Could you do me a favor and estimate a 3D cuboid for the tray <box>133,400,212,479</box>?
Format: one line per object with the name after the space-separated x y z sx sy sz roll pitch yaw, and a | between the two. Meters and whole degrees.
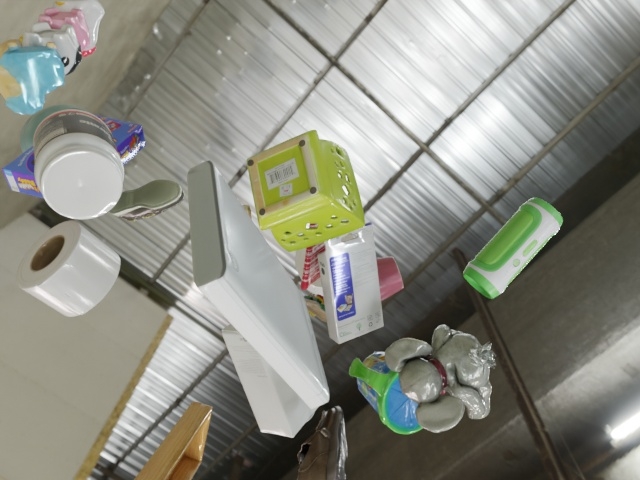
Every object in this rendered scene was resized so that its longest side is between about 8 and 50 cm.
-0.416 0.639 1.482 0.411 0.076 0.203 -52 156 -76 | tray

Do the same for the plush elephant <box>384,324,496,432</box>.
0.320 0.370 1.462 0.255 0.272 0.330 -17 158 -3 | plush elephant

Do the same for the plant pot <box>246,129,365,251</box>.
-0.046 -0.126 1.309 0.228 0.207 0.227 -20 -111 19 | plant pot

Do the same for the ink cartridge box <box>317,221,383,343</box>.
0.086 0.117 1.549 0.165 0.333 0.065 -15 -161 -25 | ink cartridge box

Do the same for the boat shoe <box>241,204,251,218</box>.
-0.223 -0.063 1.335 0.170 0.059 0.063 -7 -92 64 | boat shoe

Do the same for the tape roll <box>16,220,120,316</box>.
-0.757 0.084 1.620 0.245 0.169 0.246 -19 -135 20 | tape roll

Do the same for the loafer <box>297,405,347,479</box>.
0.001 0.555 1.452 0.129 0.134 0.366 -6 -177 5 | loafer

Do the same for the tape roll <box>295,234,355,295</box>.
0.038 0.090 2.259 0.286 0.286 0.100 -56 156 -18 | tape roll

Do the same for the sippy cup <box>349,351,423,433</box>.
0.238 0.473 1.752 0.240 0.306 0.224 -30 -160 -20 | sippy cup

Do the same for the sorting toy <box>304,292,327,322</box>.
0.001 0.231 1.850 0.046 0.132 0.274 -54 -156 -17 | sorting toy

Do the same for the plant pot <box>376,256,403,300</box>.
0.206 0.149 2.019 0.180 0.202 0.201 -18 -165 0 | plant pot

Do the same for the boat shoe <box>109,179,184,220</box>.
-0.444 -0.102 1.405 0.227 0.068 0.081 -9 -114 22 | boat shoe

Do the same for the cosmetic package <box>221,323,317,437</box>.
-0.141 0.408 1.735 0.156 0.386 0.217 -4 -161 36 | cosmetic package

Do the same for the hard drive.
-0.088 0.077 0.814 0.047 0.353 0.233 -24 -135 6 | hard drive

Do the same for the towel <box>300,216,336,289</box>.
0.000 0.000 1.661 0.199 0.031 0.275 -36 138 -58 | towel

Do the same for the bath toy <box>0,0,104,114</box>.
-0.521 -0.378 1.054 0.348 0.151 0.129 -94 -173 -50 | bath toy

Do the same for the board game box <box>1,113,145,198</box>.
-0.726 -0.255 1.615 0.347 0.233 0.078 -63 163 -45 | board game box

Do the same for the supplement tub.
-0.579 -0.186 1.284 0.191 0.191 0.272 -50 -140 8 | supplement tub

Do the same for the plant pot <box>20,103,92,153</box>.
-0.904 -0.368 1.945 0.196 0.293 0.293 -11 -139 50 | plant pot

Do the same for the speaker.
0.543 0.022 1.521 0.296 0.131 0.131 -47 -167 -2 | speaker
